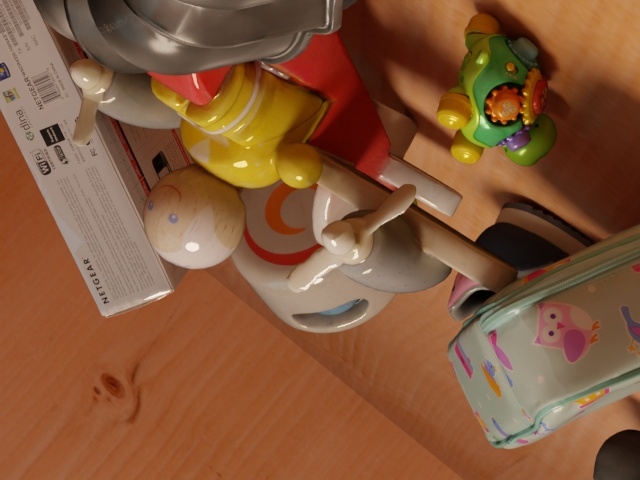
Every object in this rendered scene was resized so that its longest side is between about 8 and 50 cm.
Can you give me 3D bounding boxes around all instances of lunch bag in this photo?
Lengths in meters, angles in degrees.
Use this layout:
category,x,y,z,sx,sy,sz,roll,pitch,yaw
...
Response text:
category,x,y,z,sx,sy,sz,roll,pitch,yaw
lunch bag,0.220,0.065,1.017,0.279,0.224,0.108,98,147,-77

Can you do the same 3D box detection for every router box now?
category,x,y,z,sx,sy,sz,roll,pitch,yaw
router box,-0.219,-0.129,1.390,0.301,0.082,0.335,-65,-47,-70

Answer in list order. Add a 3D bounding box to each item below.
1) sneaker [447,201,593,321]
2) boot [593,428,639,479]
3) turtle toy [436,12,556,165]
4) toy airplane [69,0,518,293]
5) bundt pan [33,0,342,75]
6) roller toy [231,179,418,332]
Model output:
category,x,y,z,sx,sy,sz,roll,pitch,yaw
sneaker,0.259,0.095,1.207,0.319,0.131,0.112,33,166,30
boot,0.461,0.297,1.356,0.445,0.146,0.367,33,166,50
turtle toy,0.137,-0.101,0.994,0.066,0.095,0.130,10,156,24
toy airplane,-0.041,-0.080,1.155,0.384,0.272,0.386,42,168,-12
bundt pan,-0.121,-0.243,0.812,0.331,0.124,0.331,34,139,35
roller toy,0.000,0.000,1.525,0.209,0.191,0.146,32,167,36
